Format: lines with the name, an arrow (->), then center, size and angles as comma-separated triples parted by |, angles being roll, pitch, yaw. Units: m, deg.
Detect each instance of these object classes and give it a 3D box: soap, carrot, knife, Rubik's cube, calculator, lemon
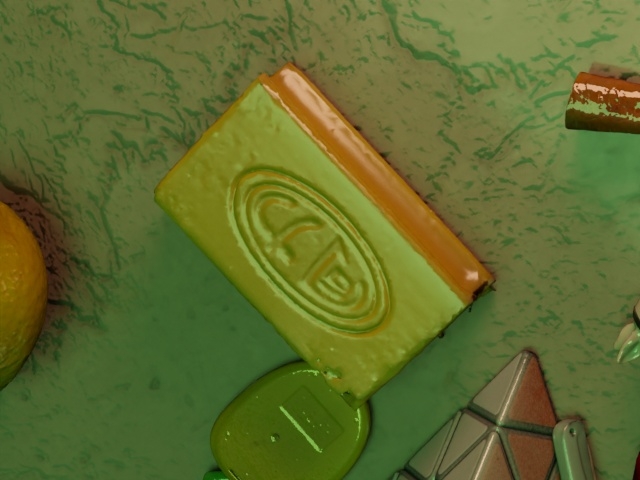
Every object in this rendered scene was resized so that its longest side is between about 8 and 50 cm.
soap -> 0.000, 0.000, 1.746 | 0.324, 0.096, 0.204 | 46, 116, 4
carrot -> 0.347, -0.120, 1.598 | 0.224, 0.057, 0.057 | 8, 108, 17
knife -> 0.271, 0.262, 1.731 | 0.023, 0.044, 0.162 | -17, 84, 51
Rubik's cube -> 0.165, 0.294, 1.740 | 0.228, 0.233, 0.229 | -20, 143, -10
calculator -> -0.042, 0.225, 1.865 | 0.146, 0.032, 0.235 | 47, 115, 4
lemon -> -0.418, 0.071, 1.864 | 0.263, 0.236, 0.236 | -29, 93, 20

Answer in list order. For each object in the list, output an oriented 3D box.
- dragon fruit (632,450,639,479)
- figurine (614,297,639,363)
dragon fruit -> 0.441, 0.395, 1.655 | 0.240, 0.302, 0.330 | -11, 116, -5
figurine -> 0.352, 0.068, 1.631 | 0.098, 0.081, 0.146 | 26, 113, 13
